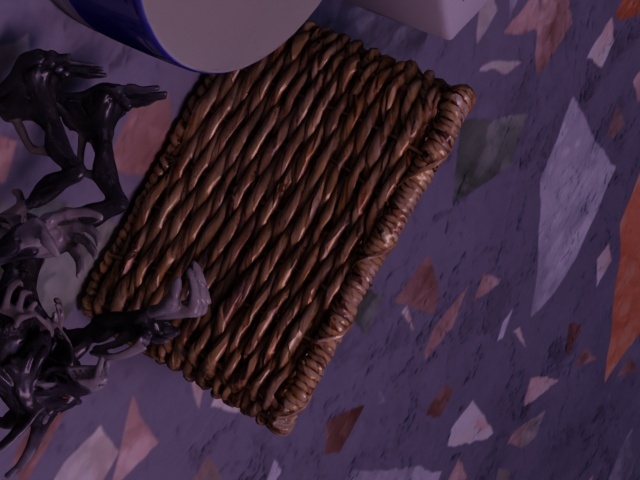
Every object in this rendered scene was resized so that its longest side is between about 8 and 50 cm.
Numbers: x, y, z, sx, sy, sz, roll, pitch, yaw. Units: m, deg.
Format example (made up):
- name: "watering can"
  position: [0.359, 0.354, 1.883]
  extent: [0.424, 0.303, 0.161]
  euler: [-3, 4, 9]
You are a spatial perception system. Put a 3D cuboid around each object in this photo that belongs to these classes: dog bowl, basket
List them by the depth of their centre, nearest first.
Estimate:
- name: "dog bowl"
  position: [-0.076, -0.252, 1.327]
  extent: [0.265, 0.104, 0.265]
  euler: [-38, 142, -37]
- name: "basket"
  position: [0.000, 0.000, 1.534]
  extent: [0.299, 0.223, 0.213]
  euler: [-62, 151, -4]

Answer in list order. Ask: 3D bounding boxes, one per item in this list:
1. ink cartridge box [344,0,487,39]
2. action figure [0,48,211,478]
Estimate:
- name: "ink cartridge box"
  position: [0.099, -0.347, 1.502]
  extent: [0.223, 0.129, 0.307]
  euler: [-48, 147, -28]
- name: "action figure"
  position: [-0.165, 0.016, 1.284]
  extent: [0.164, 0.141, 0.276]
  euler: [29, 60, -57]
